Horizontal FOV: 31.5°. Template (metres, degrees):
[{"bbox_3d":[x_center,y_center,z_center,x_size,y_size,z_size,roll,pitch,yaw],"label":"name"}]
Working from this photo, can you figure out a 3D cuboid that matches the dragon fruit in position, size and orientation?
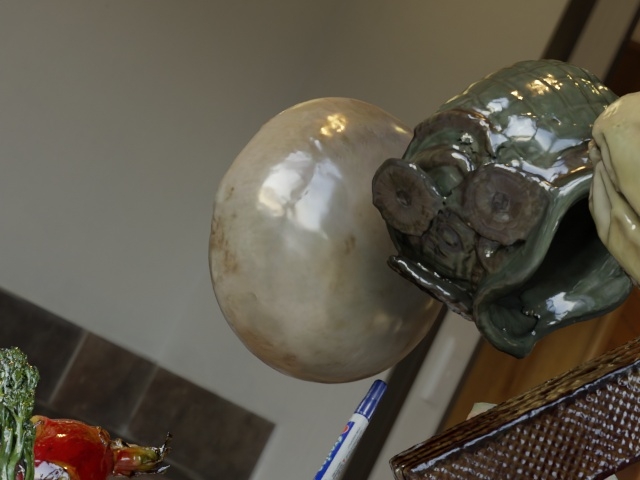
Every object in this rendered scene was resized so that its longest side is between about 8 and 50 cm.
[{"bbox_3d":[-0.268,0.256,1.265,0.246,0.125,0.125,-2,29,-39],"label":"dragon fruit"}]

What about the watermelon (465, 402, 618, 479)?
[{"bbox_3d":[0.293,0.427,1.552,0.319,0.292,0.222,18,-50,28],"label":"watermelon"}]

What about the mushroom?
[{"bbox_3d":[0.000,0.000,1.445,0.295,0.362,0.362,1,-24,44],"label":"mushroom"}]

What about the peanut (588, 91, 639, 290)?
[{"bbox_3d":[0.224,0.022,0.576,0.130,0.130,0.290,33,23,-35],"label":"peanut"}]

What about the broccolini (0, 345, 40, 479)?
[{"bbox_3d":[-0.177,0.169,0.649,0.051,0.239,0.054,-29,-33,24],"label":"broccolini"}]

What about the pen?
[{"bbox_3d":[0.029,0.242,1.347,0.025,0.204,0.025,20,-42,18],"label":"pen"}]

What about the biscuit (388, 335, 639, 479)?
[{"bbox_3d":[0.264,0.207,1.219,0.107,0.388,0.073,69,-14,-8],"label":"biscuit"}]

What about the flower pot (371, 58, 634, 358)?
[{"bbox_3d":[0.208,-0.032,1.183,0.213,0.302,0.302,52,6,32],"label":"flower pot"}]
